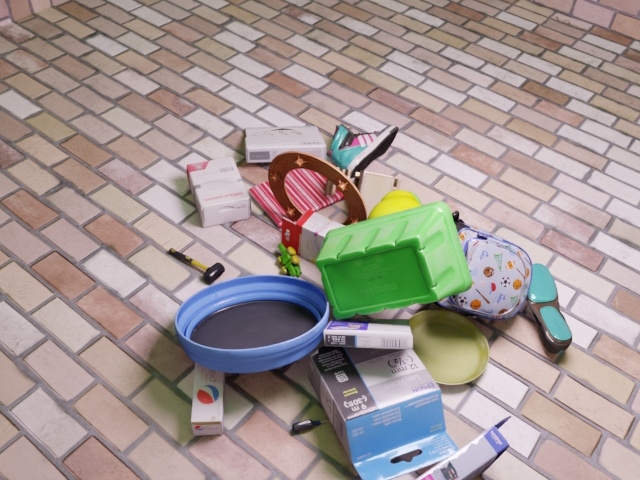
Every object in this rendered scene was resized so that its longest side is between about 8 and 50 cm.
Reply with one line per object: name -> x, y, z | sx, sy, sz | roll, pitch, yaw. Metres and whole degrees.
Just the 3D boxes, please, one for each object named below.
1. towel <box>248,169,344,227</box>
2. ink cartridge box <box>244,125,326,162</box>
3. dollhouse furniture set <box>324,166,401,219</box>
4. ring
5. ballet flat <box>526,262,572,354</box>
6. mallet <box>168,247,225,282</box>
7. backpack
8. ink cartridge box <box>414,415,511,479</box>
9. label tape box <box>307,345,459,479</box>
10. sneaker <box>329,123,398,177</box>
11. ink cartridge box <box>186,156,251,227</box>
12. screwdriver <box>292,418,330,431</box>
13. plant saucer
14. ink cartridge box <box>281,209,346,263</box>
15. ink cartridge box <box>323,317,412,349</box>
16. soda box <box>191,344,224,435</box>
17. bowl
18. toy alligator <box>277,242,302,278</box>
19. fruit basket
towel -> -0.073, -0.154, 2.114 | 0.274, 0.031, 0.199 | -26, 56, -25
ink cartridge box -> -0.131, -0.343, 2.273 | 0.274, 0.060, 0.239 | -3, 25, -7
dollhouse furniture set -> 0.136, -0.131, 2.007 | 0.212, 0.161, 0.242 | 9, 5, -12
ring -> -0.017, -0.118, 1.873 | 0.336, 0.337, 0.032 | 25, 55, 18
ballet flat -> 0.620, 0.195, 1.793 | 0.095, 0.096, 0.281 | 0, 47, 0
mallet -> -0.371, 0.070, 1.867 | 0.189, 0.039, 0.062 | 19, 44, 18
backpack -> 0.446, 0.092, 1.757 | 0.263, 0.277, 0.213 | 15, 11, -22
ink cartridge box -> 0.290, 0.508, 1.395 | 0.311, 0.186, 0.065 | -26, 61, -27
label tape box -> 0.145, 0.377, 1.525 | 0.249, 0.115, 0.348 | -13, 37, -18
sneaker -> 0.132, -0.354, 2.270 | 0.178, 0.124, 0.295 | 38, 54, 16
ink cartridge box -> -0.325, -0.156, 2.048 | 0.158, 0.092, 0.218 | -12, 47, -17
screwdriver -> 0.014, 0.438, 1.554 | 0.169, 0.024, 0.025 | -6, 17, -14
plant saucer -> 0.327, 0.289, 1.716 | 0.240, 0.037, 0.241 | 2, 46, -2
ink cartridge box -> 0.000, 0.000, 1.897 | 0.230, 0.134, 0.078 | 26, 50, 18
ink cartridge box -> 0.118, 0.224, 1.567 | 0.206, 0.045, 0.208 | 1, 2, 6
soda box -> -0.271, 0.362, 1.567 | 0.073, 0.069, 0.216 | 0, 47, -6
bowl -> -0.169, 0.204, 1.631 | 0.390, 0.077, 0.391 | -3, 23, 1
toy alligator -> -0.077, 0.081, 1.873 | 0.051, 0.056, 0.190 | 23, 29, -44
fruit basket -> 0.199, 0.027, 1.696 | 0.391, 0.283, 0.392 | -19, 8, 3
